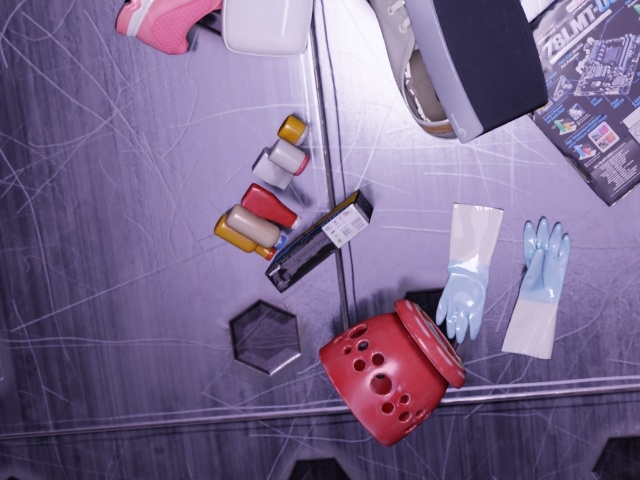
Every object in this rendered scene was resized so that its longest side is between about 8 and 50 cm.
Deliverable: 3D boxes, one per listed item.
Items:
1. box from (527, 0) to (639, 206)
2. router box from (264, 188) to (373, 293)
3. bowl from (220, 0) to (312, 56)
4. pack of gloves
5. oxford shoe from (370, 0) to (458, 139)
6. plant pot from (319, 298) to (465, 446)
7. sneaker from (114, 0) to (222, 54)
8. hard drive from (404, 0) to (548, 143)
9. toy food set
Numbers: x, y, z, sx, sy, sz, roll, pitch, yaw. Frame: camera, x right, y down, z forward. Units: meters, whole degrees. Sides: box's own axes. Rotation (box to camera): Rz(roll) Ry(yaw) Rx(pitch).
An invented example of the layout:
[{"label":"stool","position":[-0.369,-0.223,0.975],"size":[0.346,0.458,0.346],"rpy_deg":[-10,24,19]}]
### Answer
[{"label":"box","position":[0.451,-0.254,1.782],"size":[0.295,0.073,0.293],"rpy_deg":[-42,93,13]},{"label":"router box","position":[0.000,0.000,1.854],"size":[0.179,0.133,0.046],"rpy_deg":[-38,96,12]},{"label":"bowl","position":[-0.087,-0.356,1.813],"size":[0.142,0.053,0.142],"rpy_deg":[1,106,-23]},{"label":"pack of gloves","position":[0.290,0.069,1.882],"size":[0.195,0.046,0.232],"rpy_deg":[8,102,4]},{"label":"oxford shoe","position":[0.144,-0.364,1.767],"size":[0.169,0.130,0.450],"rpy_deg":[-16,98,12]},{"label":"plant pot","position":[0.117,0.198,1.855],"size":[0.174,0.191,0.191],"rpy_deg":[-39,95,8]},{"label":"sneaker","position":[-0.185,-0.424,1.816],"size":[0.136,0.116,0.314],"rpy_deg":[32,108,-15]},{"label":"hard drive","position":[0.229,-0.285,1.704],"size":[0.172,0.054,0.255],"rpy_deg":[-25,99,-21]},{"label":"toy food set","position":[-0.066,-0.072,1.863],"size":[0.104,0.111,0.232],"rpy_deg":[31,103,-13]}]
